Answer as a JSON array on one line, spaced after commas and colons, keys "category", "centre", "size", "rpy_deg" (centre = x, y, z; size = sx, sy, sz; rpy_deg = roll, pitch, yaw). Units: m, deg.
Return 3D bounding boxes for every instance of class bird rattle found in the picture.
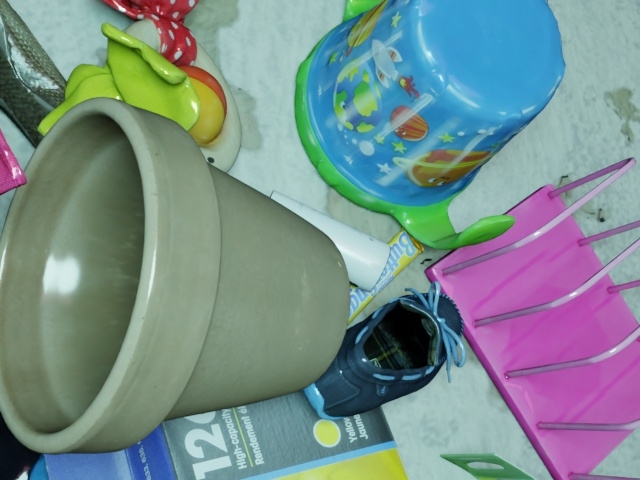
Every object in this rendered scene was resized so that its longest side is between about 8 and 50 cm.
[{"category": "bird rattle", "centre": [-0.154, -0.150, 0.834], "size": [0.207, 0.143, 0.253], "rpy_deg": [51, 23, -32]}]

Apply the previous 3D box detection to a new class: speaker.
[{"category": "speaker", "centre": [0.000, 0.000, 0.888], "size": [0.136, 0.055, 0.055], "rpy_deg": [25, 70, -7]}]

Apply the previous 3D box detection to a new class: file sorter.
[{"category": "file sorter", "centre": [0.300, 0.089, 0.930], "size": [0.202, 0.182, 0.291], "rpy_deg": [-33, 92, -25]}]

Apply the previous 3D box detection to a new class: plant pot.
[{"category": "plant pot", "centre": [-0.108, 0.041, 0.701], "size": [0.229, 0.263, 0.263], "rpy_deg": [14, 72, -41]}]

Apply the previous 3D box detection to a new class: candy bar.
[{"category": "candy bar", "centre": [0.052, 0.043, 0.930], "size": [0.161, 0.018, 0.040], "rpy_deg": [-42, 96, -23]}]

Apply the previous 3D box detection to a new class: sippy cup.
[{"category": "sippy cup", "centre": [0.118, -0.164, 0.887], "size": [0.305, 0.224, 0.240], "rpy_deg": [44, 65, -7]}]

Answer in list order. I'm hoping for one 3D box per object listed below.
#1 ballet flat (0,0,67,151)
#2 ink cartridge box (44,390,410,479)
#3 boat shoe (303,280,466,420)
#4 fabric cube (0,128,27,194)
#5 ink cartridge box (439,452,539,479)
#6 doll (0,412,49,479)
[{"category": "ballet flat", "centre": [-0.278, -0.156, 0.821], "size": [0.250, 0.084, 0.058], "rpy_deg": [50, 25, -2]}, {"category": "ink cartridge box", "centre": [-0.053, 0.254, 0.750], "size": [0.307, 0.072, 0.303], "rpy_deg": [-6, 63, -32]}, {"category": "boat shoe", "centre": [0.087, 0.105, 0.837], "size": [0.109, 0.089, 0.258], "rpy_deg": [54, 34, 4]}, {"category": "fabric cube", "centre": [-0.402, -0.094, 0.624], "size": [0.258, 0.259, 0.254], "rpy_deg": [-27, 101, -24]}, {"category": "ink cartridge box", "centre": [0.221, 0.293, 0.893], "size": [0.209, 0.109, 0.062], "rpy_deg": [32, 68, -13]}, {"category": "doll", "centre": [-0.294, 0.198, 0.740], "size": [0.129, 0.046, 0.189], "rpy_deg": [45, 67, -8]}]
